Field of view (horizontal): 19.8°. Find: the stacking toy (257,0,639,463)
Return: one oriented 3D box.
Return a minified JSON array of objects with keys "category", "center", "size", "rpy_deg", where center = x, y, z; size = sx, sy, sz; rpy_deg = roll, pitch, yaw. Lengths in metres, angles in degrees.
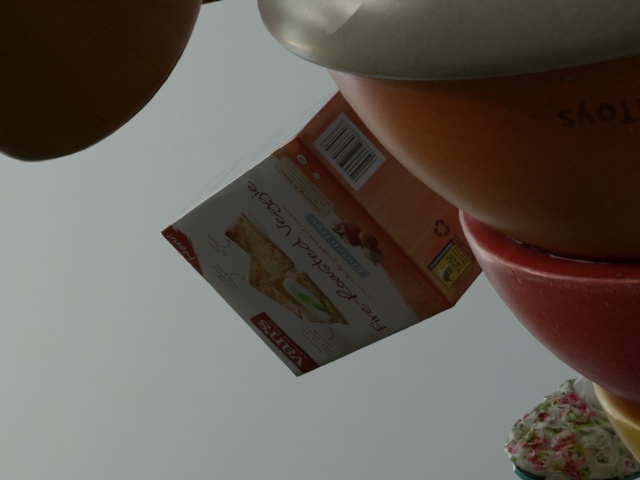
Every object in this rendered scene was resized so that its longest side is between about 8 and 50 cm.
[{"category":"stacking toy","center":[0.203,0.012,0.792],"size":[0.350,0.350,0.480],"rpy_deg":[1,-57,39]}]

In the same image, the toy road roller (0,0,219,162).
[{"category":"toy road roller","center":[-0.094,-0.177,0.894],"size":[0.329,0.240,0.202],"rpy_deg":[-7,-28,31]}]

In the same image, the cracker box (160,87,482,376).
[{"category":"cracker box","center":[0.000,0.000,1.293],"size":[0.156,0.067,0.232],"rpy_deg":[47,-30,-8]}]

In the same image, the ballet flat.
[{"category":"ballet flat","center":[0.212,0.097,1.130],"size":[0.241,0.077,0.091],"rpy_deg":[-4,24,-38]}]
